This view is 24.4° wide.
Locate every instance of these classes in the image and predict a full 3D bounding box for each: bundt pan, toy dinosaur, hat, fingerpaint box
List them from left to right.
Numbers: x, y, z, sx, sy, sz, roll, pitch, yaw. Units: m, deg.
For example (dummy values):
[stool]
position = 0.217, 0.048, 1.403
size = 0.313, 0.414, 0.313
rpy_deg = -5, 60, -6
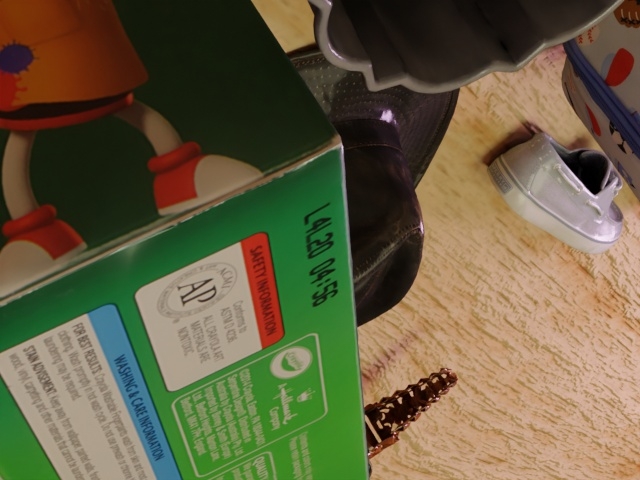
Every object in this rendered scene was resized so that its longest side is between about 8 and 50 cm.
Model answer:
[fingerpaint box]
position = -0.125, -0.031, 0.725
size = 0.163, 0.371, 0.445
rpy_deg = -25, 151, -11
[toy dinosaur]
position = -0.010, 0.225, 1.561
size = 0.322, 0.164, 0.218
rpy_deg = -54, 166, 1
[hat]
position = 0.000, 0.000, 1.169
size = 0.331, 0.134, 0.331
rpy_deg = -24, 151, -14
[bundt pan]
position = 0.106, -0.246, 0.888
size = 0.331, 0.124, 0.331
rpy_deg = -26, 152, -15

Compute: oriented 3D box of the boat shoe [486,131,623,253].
[boat shoe]
position = 0.245, -0.048, 1.405
size = 0.081, 0.079, 0.227
rpy_deg = -40, 149, 22

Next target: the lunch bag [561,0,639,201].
[lunch bag]
position = 0.365, -0.143, 1.198
size = 0.303, 0.243, 0.115
rpy_deg = -29, 153, -6
